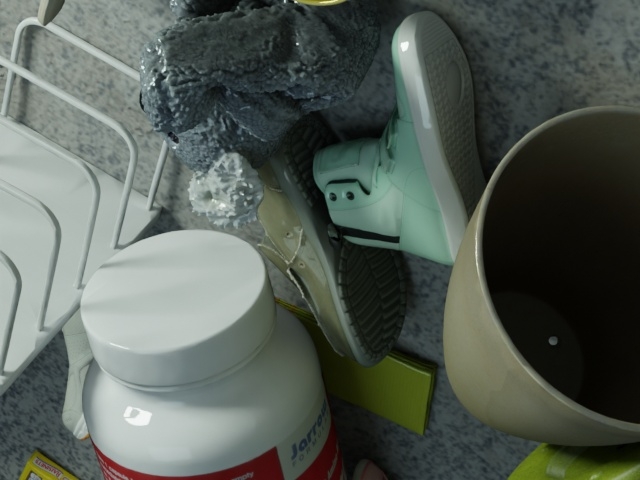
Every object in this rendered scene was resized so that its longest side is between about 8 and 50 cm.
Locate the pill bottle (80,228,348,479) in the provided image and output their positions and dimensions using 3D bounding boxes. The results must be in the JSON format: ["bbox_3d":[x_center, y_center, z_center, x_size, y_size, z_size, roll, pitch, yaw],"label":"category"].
[{"bbox_3d":[-0.097,0.199,1.837,0.229,0.229,0.407,11,134,28],"label":"pill bottle"}]

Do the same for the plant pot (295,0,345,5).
[{"bbox_3d":[0.004,-0.261,1.464,0.134,0.095,0.134,20,137,20],"label":"plant pot"}]

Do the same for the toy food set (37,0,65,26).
[{"bbox_3d":[-0.301,-0.344,1.571,0.306,0.092,0.219,44,142,17],"label":"toy food set"}]

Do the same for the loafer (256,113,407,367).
[{"bbox_3d":[0.000,0.000,1.730,0.087,0.094,0.251,-3,117,44],"label":"loafer"}]

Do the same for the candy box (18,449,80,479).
[{"bbox_3d":[-0.330,0.338,2.331,0.105,0.027,0.206,32,140,2],"label":"candy box"}]

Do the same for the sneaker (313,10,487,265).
[{"bbox_3d":[0.051,-0.080,1.596,0.151,0.094,0.256,7,134,23],"label":"sneaker"}]

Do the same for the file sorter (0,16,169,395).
[{"bbox_3d":[-0.283,-0.042,1.743,0.193,0.277,0.173,30,138,9],"label":"file sorter"}]

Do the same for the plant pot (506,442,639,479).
[{"bbox_3d":[0.332,0.305,1.603,0.366,0.366,0.353,-26,98,47],"label":"plant pot"}]

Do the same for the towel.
[{"bbox_3d":[0.002,0.110,1.880,0.237,0.021,0.102,23,141,16],"label":"towel"}]

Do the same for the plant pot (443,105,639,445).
[{"bbox_3d":[0.203,0.061,1.542,0.256,0.256,0.274,38,156,0],"label":"plant pot"}]

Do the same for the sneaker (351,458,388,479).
[{"bbox_3d":[0.078,0.277,1.959,0.070,0.051,0.134,2,128,26],"label":"sneaker"}]

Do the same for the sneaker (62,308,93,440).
[{"bbox_3d":[-0.228,0.099,1.991,0.121,0.099,0.262,40,133,9],"label":"sneaker"}]

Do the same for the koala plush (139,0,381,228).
[{"bbox_3d":[-0.068,-0.127,1.580,0.203,0.196,0.221,3,143,-15],"label":"koala plush"}]
